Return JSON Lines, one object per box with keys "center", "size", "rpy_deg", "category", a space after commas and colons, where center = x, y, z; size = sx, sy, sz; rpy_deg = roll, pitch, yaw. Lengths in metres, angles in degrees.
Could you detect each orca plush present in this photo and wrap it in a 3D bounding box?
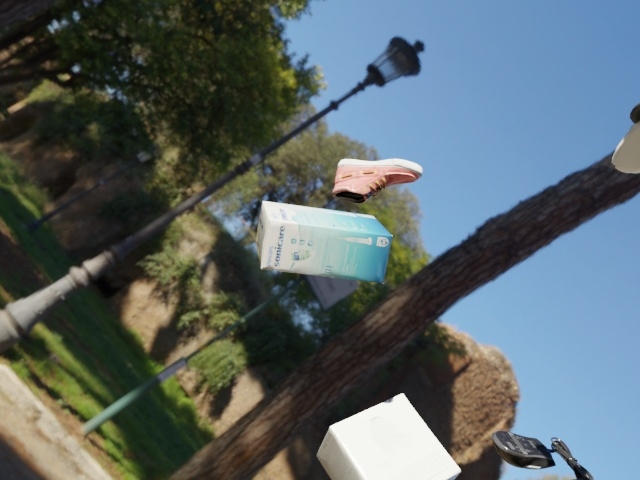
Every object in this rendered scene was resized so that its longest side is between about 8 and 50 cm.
{"center": [0.680, -0.230, 1.296], "size": [0.151, 0.102, 0.287], "rpy_deg": [49, -37, 24], "category": "orca plush"}

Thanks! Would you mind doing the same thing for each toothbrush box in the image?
{"center": [0.000, 0.000, 1.677], "size": [0.216, 0.296, 0.126], "rpy_deg": [-121, -139, -72], "category": "toothbrush box"}

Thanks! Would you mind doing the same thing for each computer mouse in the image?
{"center": [0.554, 0.566, 1.734], "size": [0.262, 0.060, 0.184], "rpy_deg": [14, 20, -26], "category": "computer mouse"}

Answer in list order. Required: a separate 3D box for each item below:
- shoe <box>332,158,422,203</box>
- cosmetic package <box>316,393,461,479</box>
{"center": [0.112, -0.114, 1.375], "size": [0.178, 0.081, 0.063], "rpy_deg": [5, -25, 20], "category": "shoe"}
{"center": [0.152, 0.510, 1.578], "size": [0.224, 0.224, 0.138], "rpy_deg": [51, -40, 33], "category": "cosmetic package"}
